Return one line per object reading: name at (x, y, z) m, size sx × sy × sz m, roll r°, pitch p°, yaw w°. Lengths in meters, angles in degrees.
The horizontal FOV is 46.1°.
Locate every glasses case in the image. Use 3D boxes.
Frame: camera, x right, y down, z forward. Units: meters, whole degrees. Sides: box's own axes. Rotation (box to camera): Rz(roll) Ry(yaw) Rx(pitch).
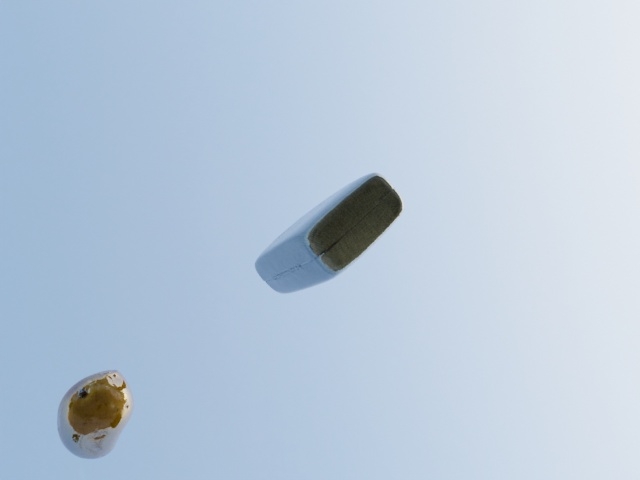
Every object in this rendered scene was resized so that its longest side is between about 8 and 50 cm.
glasses case at (0.000, 0.000, 0.982) m, size 0.131 × 0.323 × 0.074 m, roll -41°, pitch -86°, yaw -17°

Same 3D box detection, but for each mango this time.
mango at (-0.235, 0.185, 0.789) m, size 0.080 × 0.114 × 0.060 m, roll -20°, pitch -126°, yaw -33°
